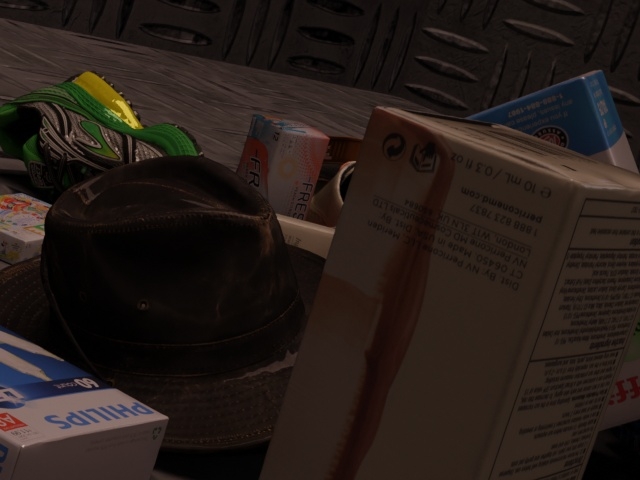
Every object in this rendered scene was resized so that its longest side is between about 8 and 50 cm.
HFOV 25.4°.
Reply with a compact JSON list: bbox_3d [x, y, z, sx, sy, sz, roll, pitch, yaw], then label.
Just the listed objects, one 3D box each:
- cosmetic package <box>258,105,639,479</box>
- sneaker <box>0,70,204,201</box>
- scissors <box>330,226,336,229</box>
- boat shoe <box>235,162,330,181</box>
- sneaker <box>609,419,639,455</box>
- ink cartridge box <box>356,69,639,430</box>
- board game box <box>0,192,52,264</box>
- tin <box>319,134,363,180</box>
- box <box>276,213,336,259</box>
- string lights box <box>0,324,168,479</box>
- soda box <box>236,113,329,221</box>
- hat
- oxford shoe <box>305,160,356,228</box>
[{"bbox_3d":[0.071,0.088,0.784,0.129,0.296,0.153,24,12,32],"label":"cosmetic package"},{"bbox_3d":[-0.233,-0.066,1.549,0.146,0.134,0.343,-23,39,-34],"label":"sneaker"},{"bbox_3d":[0.000,0.000,1.483,0.109,0.021,0.297,38,-22,-33],"label":"scissors"},{"bbox_3d":[-0.021,-0.075,1.916,0.123,0.123,0.342,-10,0,34],"label":"boat shoe"},{"bbox_3d":[0.305,0.174,1.299,0.081,0.080,0.211,12,1,6],"label":"sneaker"},{"bbox_3d":[0.183,0.017,1.198,0.198,0.270,0.197,-20,3,16],"label":"ink cartridge box"},{"bbox_3d":[-0.291,-0.012,1.378,0.103,0.026,0.154,21,12,16],"label":"board game box"},{"bbox_3d":[0.036,-0.093,1.694,0.106,0.040,0.190,16,-5,-39],"label":"tin"},{"bbox_3d":[0.011,0.044,1.337,0.275,0.113,0.094,16,2,-16],"label":"box"},{"bbox_3d":[-0.236,0.092,0.849,0.260,0.076,0.133,24,12,27],"label":"string lights box"},{"bbox_3d":[-0.053,-0.030,1.420,0.063,0.183,0.058,7,16,-37],"label":"soda box"},{"bbox_3d":[-0.104,0.013,1.055,0.331,0.134,0.331,2,26,-1],"label":"hat"},{"bbox_3d":[0.053,-0.026,1.597,0.140,0.146,0.397,-4,17,-17],"label":"oxford shoe"}]
